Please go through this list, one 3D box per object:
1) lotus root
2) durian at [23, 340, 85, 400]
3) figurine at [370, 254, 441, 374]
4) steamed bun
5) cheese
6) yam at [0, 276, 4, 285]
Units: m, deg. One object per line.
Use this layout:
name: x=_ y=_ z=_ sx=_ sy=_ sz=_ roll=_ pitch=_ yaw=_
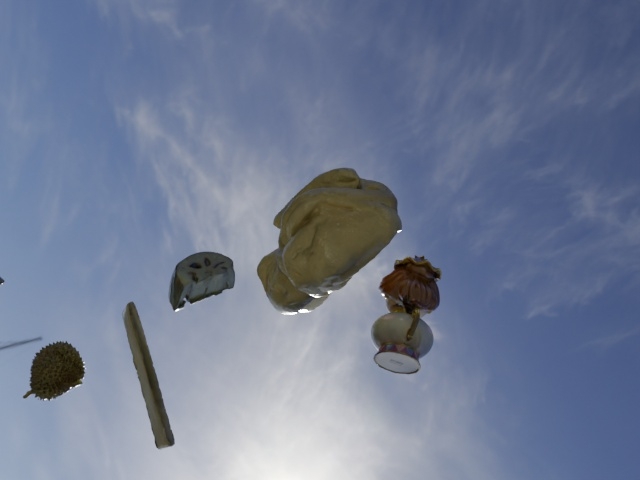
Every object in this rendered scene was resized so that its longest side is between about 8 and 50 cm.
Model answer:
lotus root: x=-0.382 y=0.119 z=1.806 sx=0.138 sy=0.235 sz=0.119 roll=34 pitch=-53 yaw=25
durian: x=-0.713 y=0.344 z=1.490 sx=0.208 sy=0.102 sz=0.146 roll=-38 pitch=-117 yaw=15
figurine: x=0.193 y=0.154 z=1.273 sx=0.142 sy=0.263 sz=0.189 roll=23 pitch=-33 yaw=-8
steamed bun: x=0.004 y=-0.004 z=1.328 sx=0.230 sy=0.325 sz=0.372 roll=43 pitch=-34 yaw=-5
cheese: x=-0.467 y=0.360 z=1.546 sx=0.085 sy=0.034 sz=0.400 roll=-36 pitch=-110 yaw=46
yam: x=-0.921 y=0.162 z=1.396 sx=0.071 sy=0.317 sz=0.067 roll=60 pitch=-1 yaw=-40
